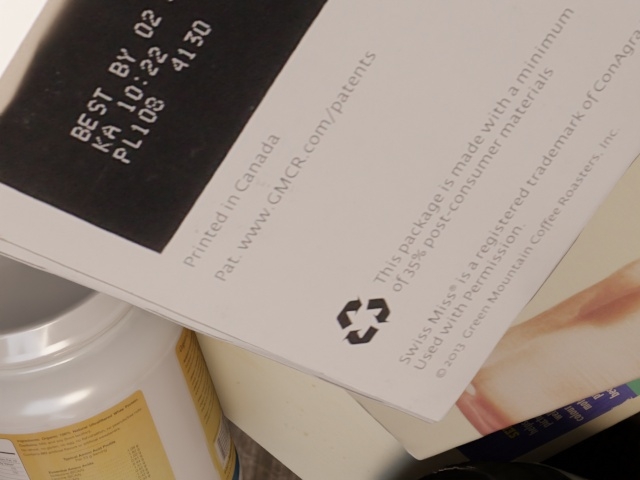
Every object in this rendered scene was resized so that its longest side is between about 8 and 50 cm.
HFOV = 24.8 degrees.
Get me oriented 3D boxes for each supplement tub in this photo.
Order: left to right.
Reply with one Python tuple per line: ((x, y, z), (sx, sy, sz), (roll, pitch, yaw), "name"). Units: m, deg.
((-0.134, 0.089, 0.823), (0.144, 0.144, 0.200), (-5, 126, 15), "supplement tub")

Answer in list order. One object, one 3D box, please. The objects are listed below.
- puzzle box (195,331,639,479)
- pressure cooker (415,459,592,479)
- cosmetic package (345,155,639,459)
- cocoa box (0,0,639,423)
((0.000, 0.000, 0.852), (0.272, 0.052, 0.409), (-34, 115, 31), "puzzle box")
((0.214, 0.354, 0.866), (0.420, 0.375, 0.370), (19, 135, -21), "pressure cooker")
((0.127, -0.030, 0.628), (0.129, 0.153, 0.296), (47, 136, -15), "cosmetic package")
((0.013, -0.161, 0.500), (0.231, 0.228, 0.347), (26, 105, -33), "cocoa box")
